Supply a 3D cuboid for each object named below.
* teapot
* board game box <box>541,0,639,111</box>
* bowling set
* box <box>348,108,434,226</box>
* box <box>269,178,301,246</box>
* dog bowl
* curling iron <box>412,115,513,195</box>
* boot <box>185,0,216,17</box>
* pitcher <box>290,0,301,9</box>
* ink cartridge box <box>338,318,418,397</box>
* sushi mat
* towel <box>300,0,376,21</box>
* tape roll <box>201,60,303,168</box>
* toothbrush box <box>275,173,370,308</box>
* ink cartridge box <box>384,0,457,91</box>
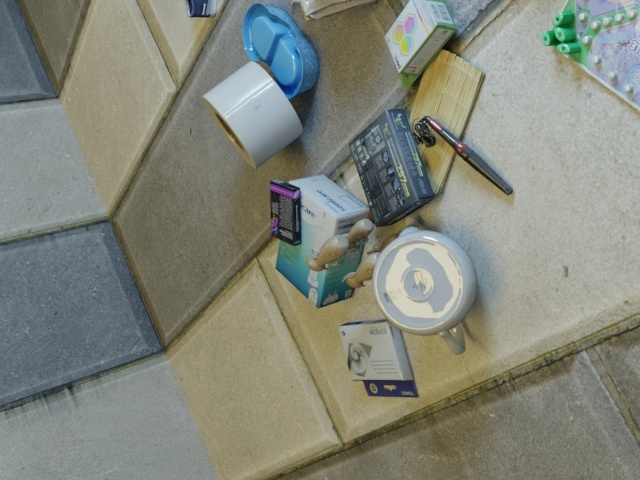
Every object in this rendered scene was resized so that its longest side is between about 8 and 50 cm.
[{"bbox_3d":[0.252,0.100,1.671,0.252,0.187,0.256,23,97,22],"label":"teapot"},{"bbox_3d":[0.581,-0.388,1.159,0.390,0.050,0.390,49,137,29],"label":"board game box"},{"bbox_3d":[0.126,0.024,1.845,0.287,0.200,0.154,29,143,-14],"label":"bowling set"},{"bbox_3d":[0.166,-0.171,1.740,0.183,0.059,0.233,-37,68,56],"label":"box"},{"bbox_3d":[-0.095,-0.076,1.973,0.116,0.029,0.162,24,119,50],"label":"box"},{"bbox_3d":[-0.107,-0.520,1.986,0.297,0.074,0.166,55,140,22],"label":"dog bowl"},{"bbox_3d":[0.309,-0.184,1.586,0.274,0.035,0.068,39,135,23],"label":"curling iron"},{"bbox_3d":[-0.367,-0.775,2.215,0.069,0.086,0.190,21,120,47],"label":"boot"},{"bbox_3d":[-0.036,-0.681,1.778,0.177,0.125,0.207,-148,45,-65],"label":"pitcher"},{"bbox_3d":[0.153,0.330,1.994,0.223,0.045,0.224,-16,91,53],"label":"ink cartridge box"},{"bbox_3d":[0.263,-0.270,1.643,0.151,0.019,0.317,44,134,35],"label":"sushi mat"},{"bbox_3d":[0.010,-0.663,1.692,0.049,0.187,0.282,120,131,-86],"label":"towel"},{"bbox_3d":[-0.185,-0.342,1.988,0.246,0.169,0.246,51,172,10],"label":"tape roll"},{"bbox_3d":[0.000,0.000,2.000,0.216,0.126,0.296,39,132,39],"label":"toothbrush box"},{"bbox_3d":[0.203,-0.438,1.602,0.209,0.062,0.109,-48,51,49],"label":"ink cartridge box"}]
